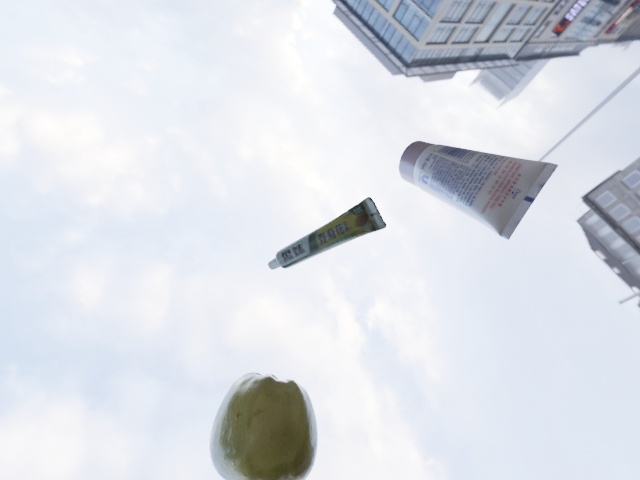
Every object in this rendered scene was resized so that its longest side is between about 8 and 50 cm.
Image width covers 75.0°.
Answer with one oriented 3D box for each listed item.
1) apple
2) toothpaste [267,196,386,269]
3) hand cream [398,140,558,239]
[{"bbox_3d":[-0.092,0.327,0.709,0.200,0.200,0.200,14,-130,-18],"label":"apple"},{"bbox_3d":[0.000,0.000,0.610,0.049,0.204,0.031,62,-151,-3],"label":"toothpaste"},{"bbox_3d":[0.248,-0.106,0.702,0.083,0.133,0.248,30,-175,-43],"label":"hand cream"}]
